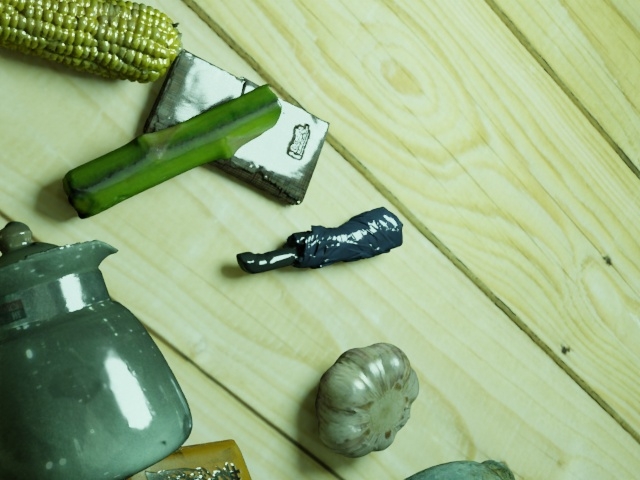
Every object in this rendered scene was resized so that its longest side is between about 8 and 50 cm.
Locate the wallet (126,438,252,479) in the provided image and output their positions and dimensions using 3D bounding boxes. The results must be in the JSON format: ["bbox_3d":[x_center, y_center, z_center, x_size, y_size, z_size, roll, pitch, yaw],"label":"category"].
[{"bbox_3d":[-0.140,0.322,1.052,0.161,0.042,0.195,0,47,-32],"label":"wallet"}]

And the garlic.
[{"bbox_3d":[0.057,0.208,1.199,0.147,0.102,0.159,36,82,-38],"label":"garlic"}]

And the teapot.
[{"bbox_3d":[-0.313,0.127,0.967,0.223,0.305,0.285,-17,88,-66],"label":"teapot"}]

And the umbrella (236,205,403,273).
[{"bbox_3d":[-0.001,0.007,1.205,0.248,0.071,0.071,-15,94,-26],"label":"umbrella"}]

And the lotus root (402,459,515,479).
[{"bbox_3d":[0.146,0.393,1.199,0.349,0.175,0.175,-28,101,-31],"label":"lotus root"}]

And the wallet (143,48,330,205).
[{"bbox_3d":[-0.102,-0.142,1.160,0.230,0.042,0.124,24,81,-24],"label":"wallet"}]

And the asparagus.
[{"bbox_3d":[-0.172,-0.107,1.078,0.278,0.060,0.067,-25,110,-16],"label":"asparagus"}]

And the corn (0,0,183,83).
[{"bbox_3d":[-0.301,-0.244,1.018,0.292,0.101,0.101,8,83,-30],"label":"corn"}]
